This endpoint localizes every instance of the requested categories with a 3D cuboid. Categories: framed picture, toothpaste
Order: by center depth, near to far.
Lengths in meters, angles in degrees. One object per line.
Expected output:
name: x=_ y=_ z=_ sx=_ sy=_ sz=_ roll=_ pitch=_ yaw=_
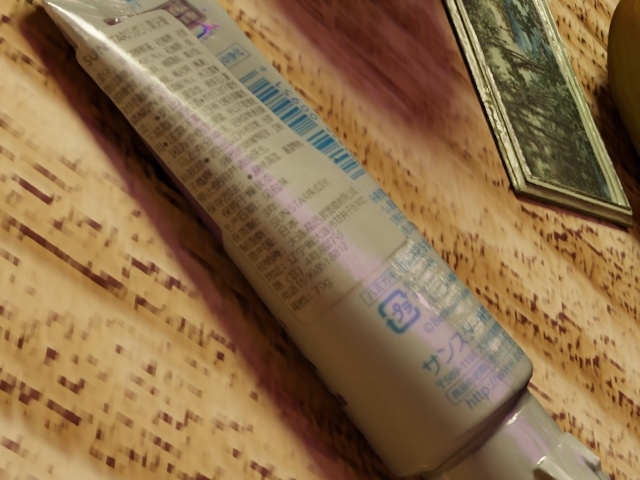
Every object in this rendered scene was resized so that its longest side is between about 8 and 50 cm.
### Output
toothpaste: x=0.000 y=0.000 z=0.663 sx=0.299 sy=0.073 sz=0.114 roll=52 pitch=30 yaw=1
framed picture: x=0.127 y=-0.100 z=0.992 sx=0.142 sy=0.011 sz=0.183 roll=12 pitch=54 yaw=-52

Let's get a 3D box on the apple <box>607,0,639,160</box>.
apple: x=0.309 y=-0.124 z=1.053 sx=0.264 sy=0.264 sz=0.264 roll=37 pitch=36 yaw=-34
